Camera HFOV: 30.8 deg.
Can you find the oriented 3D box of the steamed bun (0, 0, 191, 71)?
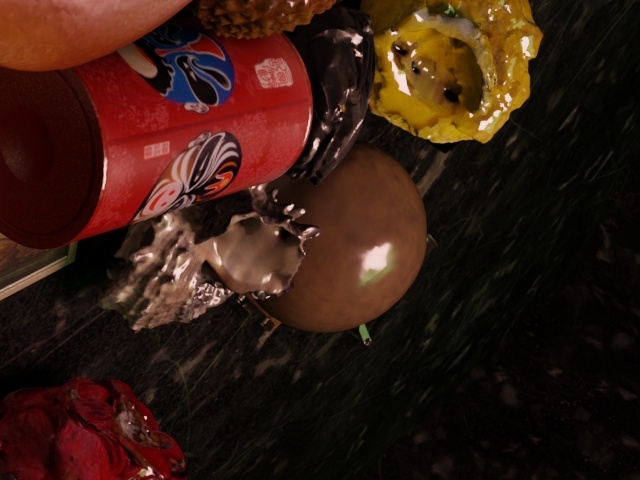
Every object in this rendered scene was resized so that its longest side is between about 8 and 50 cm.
[{"bbox_3d":[-0.195,-0.276,0.864,0.379,0.235,0.248,-37,152,-36],"label":"steamed bun"}]

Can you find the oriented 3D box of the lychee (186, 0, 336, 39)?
[{"bbox_3d":[-0.059,-0.310,1.121,0.236,0.236,0.271,-40,165,-30],"label":"lychee"}]

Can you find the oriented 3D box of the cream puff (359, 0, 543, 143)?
[{"bbox_3d":[0.177,-0.259,1.598,0.282,0.281,0.185,-54,-162,6],"label":"cream puff"}]

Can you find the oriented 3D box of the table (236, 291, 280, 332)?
[{"bbox_3d":[-0.085,0.098,1.944,0.082,0.083,0.070,-46,162,-5],"label":"table"}]

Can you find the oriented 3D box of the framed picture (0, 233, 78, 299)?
[{"bbox_3d":[-0.361,0.006,1.296,0.250,0.016,0.184,-32,152,-44],"label":"framed picture"}]

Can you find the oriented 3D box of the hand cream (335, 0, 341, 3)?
[{"bbox_3d":[0.082,-0.386,1.565,0.209,0.043,0.067,-40,159,-17],"label":"hand cream"}]

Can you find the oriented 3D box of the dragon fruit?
[{"bbox_3d":[-0.328,0.334,1.499,0.329,0.329,0.329,-43,158,-22],"label":"dragon fruit"}]

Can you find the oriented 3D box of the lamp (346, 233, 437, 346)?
[{"bbox_3d":[0.086,0.052,2.139,0.172,0.147,0.227,42,83,-29],"label":"lamp"}]

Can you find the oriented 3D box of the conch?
[{"bbox_3d":[-0.155,0.004,1.444,0.313,0.186,0.240,-18,178,19],"label":"conch"}]

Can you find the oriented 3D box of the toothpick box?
[{"bbox_3d":[-0.181,-0.125,1.199,0.333,0.204,0.204,-22,145,-55],"label":"toothpick box"}]

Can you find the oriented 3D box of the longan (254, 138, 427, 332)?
[{"bbox_3d":[0.012,-0.006,1.701,0.297,0.297,0.297,-43,158,-22],"label":"longan"}]

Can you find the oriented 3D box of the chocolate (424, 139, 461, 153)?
[{"bbox_3d":[0.141,-0.276,1.780,0.177,0.206,0.224,17,105,-21],"label":"chocolate"}]

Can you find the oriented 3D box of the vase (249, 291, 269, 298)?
[{"bbox_3d":[-0.116,0.005,1.594,0.059,0.167,0.059,-30,148,-21],"label":"vase"}]

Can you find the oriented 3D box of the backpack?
[{"bbox_3d":[-0.003,-0.183,1.482,0.133,0.258,0.206,9,134,-16],"label":"backpack"}]
